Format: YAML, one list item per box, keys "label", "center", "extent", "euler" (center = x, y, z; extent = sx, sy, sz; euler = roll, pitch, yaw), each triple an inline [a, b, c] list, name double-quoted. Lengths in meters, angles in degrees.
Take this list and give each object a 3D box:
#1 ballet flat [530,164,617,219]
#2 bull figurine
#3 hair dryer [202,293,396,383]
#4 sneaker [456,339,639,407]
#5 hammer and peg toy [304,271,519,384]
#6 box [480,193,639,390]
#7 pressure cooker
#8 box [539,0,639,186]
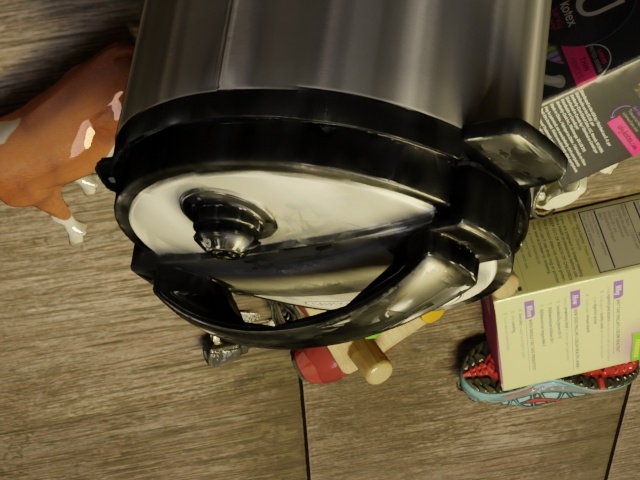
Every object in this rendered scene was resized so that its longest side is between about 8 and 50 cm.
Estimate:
- label: "ballet flat"
  center: [0.313, -0.093, 1.670]
  extent: [0.074, 0.074, 0.203]
  euler: [22, 130, -35]
- label: "bull figurine"
  center: [-0.273, -0.095, 1.490]
  extent: [0.310, 0.101, 0.188]
  euler: [-28, 143, 22]
- label: "hair dryer"
  center: [0.000, 0.104, 1.822]
  extent: [0.293, 0.080, 0.224]
  euler: [1, 139, -17]
- label: "sneaker"
  center: [0.320, 0.182, 2.012]
  extent: [0.261, 0.104, 0.125]
  euler: [-2, 158, -7]
- label: "hammer and peg toy"
  center: [0.080, -0.018, 1.580]
  extent: [0.266, 0.127, 0.361]
  euler: [-33, 138, -6]
- label: "box"
  center: [0.334, 0.068, 1.837]
  extent: [0.243, 0.117, 0.214]
  euler: [-13, 141, 2]
- label: "pressure cooker"
  center: [0.005, -0.109, 1.225]
  extent: [0.375, 0.420, 0.370]
  euler: [11, 159, -6]
- label: "box"
  center: [0.328, -0.202, 1.463]
  extent: [0.270, 0.165, 0.143]
  euler: [-24, 139, 14]
